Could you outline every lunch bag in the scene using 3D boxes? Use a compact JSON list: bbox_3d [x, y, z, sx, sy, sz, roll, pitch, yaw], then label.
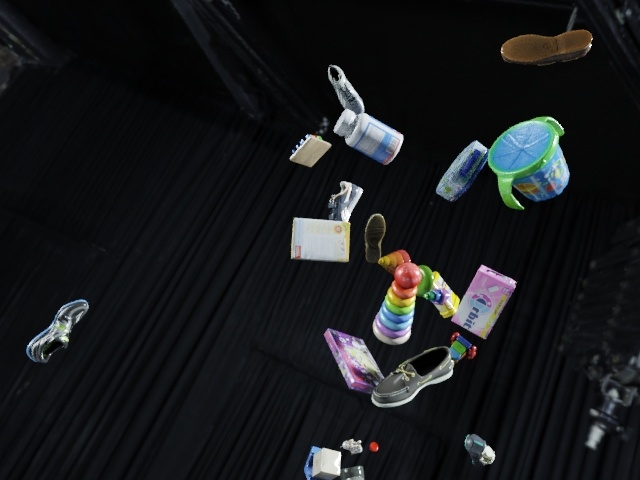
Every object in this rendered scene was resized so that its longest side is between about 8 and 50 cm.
[{"bbox_3d":[0.534,-0.257,1.848,0.090,0.219,0.176,35,-16,2],"label":"lunch bag"}]

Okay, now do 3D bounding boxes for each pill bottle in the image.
[{"bbox_3d":[0.165,-0.367,1.725,0.222,0.124,0.124,27,-15,-13],"label":"pill bottle"}]

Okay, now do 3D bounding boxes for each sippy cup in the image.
[{"bbox_3d":[0.747,-0.262,1.726,0.224,0.305,0.240,37,24,-33],"label":"sippy cup"}]

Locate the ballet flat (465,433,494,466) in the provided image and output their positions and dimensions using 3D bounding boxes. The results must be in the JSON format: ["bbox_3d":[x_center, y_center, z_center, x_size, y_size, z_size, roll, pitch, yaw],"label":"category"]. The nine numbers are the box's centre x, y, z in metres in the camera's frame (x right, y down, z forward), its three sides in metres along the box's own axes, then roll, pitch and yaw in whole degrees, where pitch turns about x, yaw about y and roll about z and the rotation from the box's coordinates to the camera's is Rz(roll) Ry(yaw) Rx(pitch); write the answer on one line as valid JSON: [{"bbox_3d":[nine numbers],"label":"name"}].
[{"bbox_3d":[0.485,0.640,1.483,0.074,0.074,0.203,15,-28,35],"label":"ballet flat"}]

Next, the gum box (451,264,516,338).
[{"bbox_3d":[0.468,0.171,1.410,0.107,0.188,0.062,29,23,19],"label":"gum box"}]

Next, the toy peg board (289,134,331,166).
[{"bbox_3d":[-0.063,-0.461,2.451,0.161,0.161,0.079,8,45,-52],"label":"toy peg board"}]

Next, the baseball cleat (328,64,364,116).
[{"bbox_3d":[0.085,-0.539,1.784,0.205,0.072,0.109,54,14,-4],"label":"baseball cleat"}]

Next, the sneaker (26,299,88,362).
[{"bbox_3d":[-0.673,0.239,1.289,0.078,0.188,0.067,26,-24,25],"label":"sneaker"}]

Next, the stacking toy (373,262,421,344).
[{"bbox_3d":[0.280,0.215,1.731,0.141,0.141,0.330,22,-48,16],"label":"stacking toy"}]

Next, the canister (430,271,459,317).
[{"bbox_3d":[0.524,0.235,2.158,0.073,0.126,0.170,-32,-77,37],"label":"canister"}]

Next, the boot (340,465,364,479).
[{"bbox_3d":[0.090,0.700,1.272,0.084,0.161,0.246,-9,-41,-2],"label":"boot"}]

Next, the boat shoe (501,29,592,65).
[{"bbox_3d":[0.565,-0.475,1.244,0.207,0.073,0.073,2,-7,18],"label":"boat shoe"}]

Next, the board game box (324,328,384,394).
[{"bbox_3d":[0.156,0.530,2.154,0.208,0.056,0.346,19,21,-28],"label":"board game box"}]

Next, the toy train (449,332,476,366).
[{"bbox_3d":[0.573,0.495,2.090,0.105,0.143,0.248,40,-9,27],"label":"toy train"}]

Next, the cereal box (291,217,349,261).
[{"bbox_3d":[0.000,0.000,2.074,0.240,0.172,0.047,5,-10,-7],"label":"cereal box"}]

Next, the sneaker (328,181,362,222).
[{"bbox_3d":[0.092,-0.154,2.545,0.128,0.321,0.126,29,-13,-12],"label":"sneaker"}]

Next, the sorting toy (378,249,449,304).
[{"bbox_3d":[0.350,0.146,1.976,0.126,0.127,0.365,9,21,-35],"label":"sorting toy"}]

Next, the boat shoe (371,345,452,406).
[{"bbox_3d":[0.219,0.321,1.181,0.081,0.228,0.068,37,-40,52],"label":"boat shoe"}]

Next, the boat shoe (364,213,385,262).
[{"bbox_3d":[0.143,-0.011,1.349,0.056,0.049,0.152,1,-58,-7],"label":"boat shoe"}]

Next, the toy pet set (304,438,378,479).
[{"bbox_3d":[0.035,0.406,0.847,0.114,0.122,0.065,20,-45,-14],"label":"toy pet set"}]
